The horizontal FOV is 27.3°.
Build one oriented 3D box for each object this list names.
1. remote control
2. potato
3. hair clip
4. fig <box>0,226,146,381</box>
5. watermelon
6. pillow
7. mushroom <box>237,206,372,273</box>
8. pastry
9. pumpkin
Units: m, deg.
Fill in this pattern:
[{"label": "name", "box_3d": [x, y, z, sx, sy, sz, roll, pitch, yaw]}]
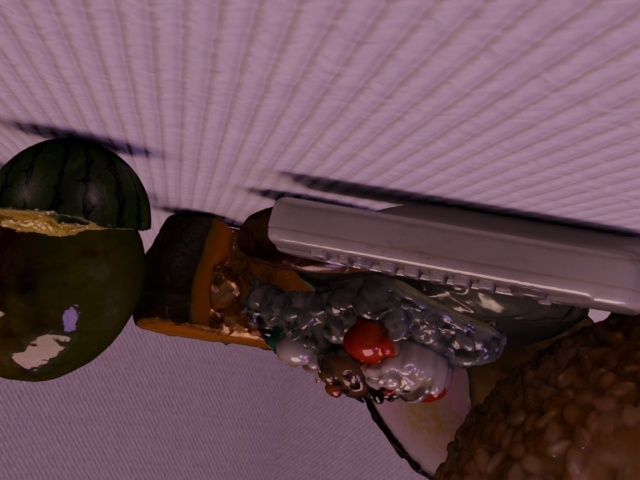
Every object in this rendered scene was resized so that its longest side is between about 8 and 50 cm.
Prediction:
[{"label": "remote control", "box_3d": [0.085, 0.005, 0.814, 0.230, 0.049, 0.090, 9, 177, 13]}, {"label": "potato", "box_3d": [0.196, 0.132, 1.467, 0.266, 0.229, 0.229, -17, -166, -36]}, {"label": "hair clip", "box_3d": [0.023, 0.089, 1.092, 0.138, 0.091, 0.321, 25, 167, -18]}, {"label": "fig", "box_3d": [-0.244, 0.031, 1.199, 0.181, 0.181, 0.191, 8, -161, 31]}, {"label": "watermelon", "box_3d": [-0.159, -0.033, 0.837, 0.106, 0.062, 0.105, 3, 177, 0]}, {"label": "pillow", "box_3d": [0.096, 0.046, 1.209, 0.274, 0.076, 0.281, 12, 176, 5]}, {"label": "mushroom", "box_3d": [0.000, 0.000, 0.969, 0.123, 0.052, 0.123, 5, -179, 0]}, {"label": "pastry", "box_3d": [0.265, 0.188, 1.114, 0.410, 0.245, 0.409, -33, 172, -5]}, {"label": "pumpkin", "box_3d": [-0.096, 0.045, 1.379, 0.126, 0.130, 0.248, -3, 164, 37]}]
